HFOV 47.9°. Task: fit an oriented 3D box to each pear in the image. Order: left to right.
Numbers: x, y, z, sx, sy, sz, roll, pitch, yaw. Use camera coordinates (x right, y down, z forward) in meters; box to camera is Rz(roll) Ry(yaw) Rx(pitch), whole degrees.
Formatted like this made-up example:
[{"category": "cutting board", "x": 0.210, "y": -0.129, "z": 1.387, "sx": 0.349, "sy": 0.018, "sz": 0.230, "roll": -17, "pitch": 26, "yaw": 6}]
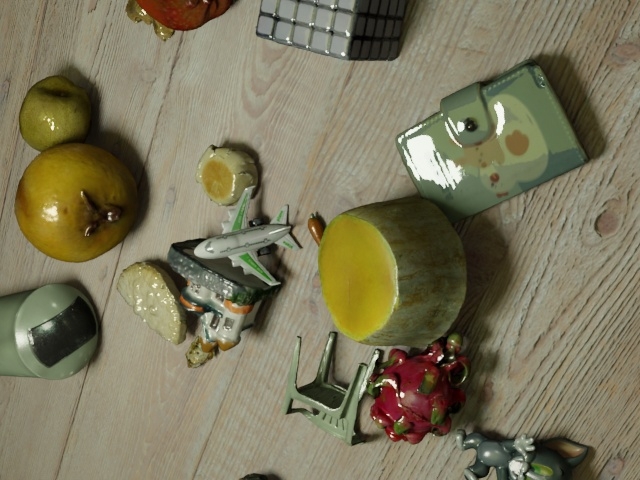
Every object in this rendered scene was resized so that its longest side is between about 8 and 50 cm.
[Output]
[{"category": "pear", "x": -0.739, "y": -0.335, "z": 2.009, "sx": 0.188, "sy": 0.228, "sz": 0.211, "roll": 9, "pitch": 130, "yaw": -17}]

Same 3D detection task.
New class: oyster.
[{"category": "oyster", "x": -0.339, "y": 0.310, "z": 2.014, "sx": 0.132, "sy": 0.029, "sz": 0.086, "roll": -22, "pitch": 83, "yaw": 34}]

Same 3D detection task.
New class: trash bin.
[{"category": "trash bin", "x": -0.886, "y": 0.283, "z": 2.181, "sx": 0.432, "sy": 0.280, "sz": 0.280, "roll": -9, "pitch": 96, "yaw": 34}]

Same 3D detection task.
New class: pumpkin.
[{"category": "pumpkin", "x": 0.128, "y": 0.064, "z": 1.540, "sx": 0.332, "sy": 0.199, "sz": 0.332, "roll": -9, "pitch": 79, "yaw": 55}]

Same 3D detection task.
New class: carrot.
[{"category": "carrot", "x": 0.000, "y": 0.000, "z": 1.758, "sx": 0.035, "sy": 0.035, "sz": 0.142, "roll": -18, "pitch": 95, "yaw": 31}]

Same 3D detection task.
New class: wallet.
[{"category": "wallet", "x": 0.340, "y": -0.199, "z": 1.499, "sx": 0.360, "sy": 0.083, "sz": 0.252, "roll": -26, "pitch": 92, "yaw": 31}]

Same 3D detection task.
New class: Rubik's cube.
[{"category": "Rubik's cube", "x": 0.035, "y": -0.513, "z": 1.518, "sx": 0.237, "sy": 0.237, "sz": 0.238, "roll": 19, "pitch": 109, "yaw": 24}]

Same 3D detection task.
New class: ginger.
[{"category": "ginger", "x": -0.453, "y": -0.589, "z": 1.876, "sx": 0.096, "sy": 0.067, "sz": 0.165, "roll": -28, "pitch": 85, "yaw": 9}]

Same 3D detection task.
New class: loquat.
[{"category": "loquat", "x": -0.673, "y": -0.107, "z": 1.957, "sx": 0.359, "sy": 0.328, "sz": 0.328, "roll": 23, "pitch": 111, "yaw": 38}]

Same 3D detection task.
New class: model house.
[{"category": "model house", "x": -0.281, "y": 0.177, "z": 1.862, "sx": 0.271, "sy": 0.190, "sz": 0.301, "roll": 27, "pitch": 113, "yaw": 22}]

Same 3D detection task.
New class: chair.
[{"category": "chair", "x": 0.032, "y": 0.376, "z": 1.743, "sx": 0.203, "sy": 0.190, "sz": 0.275, "roll": 21, "pitch": 102, "yaw": 26}]

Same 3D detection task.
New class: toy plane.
[{"category": "toy plane", "x": -0.187, "y": 0.001, "z": 1.783, "sx": 0.255, "sy": 0.101, "sz": 0.251, "roll": -15, "pitch": 87, "yaw": -10}]

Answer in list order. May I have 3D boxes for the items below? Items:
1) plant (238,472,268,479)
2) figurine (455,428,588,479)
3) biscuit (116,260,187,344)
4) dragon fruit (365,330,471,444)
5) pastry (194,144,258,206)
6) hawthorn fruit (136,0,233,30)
[{"category": "plant", "x": -0.139, "y": 0.739, "z": 1.914, "sx": 0.141, "sy": 0.164, "sz": 0.256, "roll": -24, "pitch": 103, "yaw": 35}, {"category": "figurine", "x": 0.417, "y": 0.502, "z": 1.563, "sx": 0.265, "sy": 0.140, "sz": 0.193, "roll": 8, "pitch": 81, "yaw": 41}, {"category": "biscuit", "x": -0.467, "y": 0.150, "z": 1.995, "sx": 0.281, "sy": 0.084, "sz": 0.179, "roll": 35, "pitch": 125, "yaw": 29}, {"category": "dragon fruit", "x": 0.230, "y": 0.331, "z": 1.615, "sx": 0.272, "sy": 0.198, "sz": 0.218, "roll": -30, "pitch": 53, "yaw": 9}, {"category": "pastry", "x": -0.237, "y": -0.162, "z": 1.827, "sx": 0.165, "sy": 0.088, "sz": 0.166, "roll": 5, "pitch": 101, "yaw": 28}, {"category": "hawthorn fruit", "x": -0.355, "y": -0.666, "z": 1.699, "sx": 0.330, "sy": 0.287, "sz": 0.287, "roll": 37, "pitch": 115, "yaw": 25}]
